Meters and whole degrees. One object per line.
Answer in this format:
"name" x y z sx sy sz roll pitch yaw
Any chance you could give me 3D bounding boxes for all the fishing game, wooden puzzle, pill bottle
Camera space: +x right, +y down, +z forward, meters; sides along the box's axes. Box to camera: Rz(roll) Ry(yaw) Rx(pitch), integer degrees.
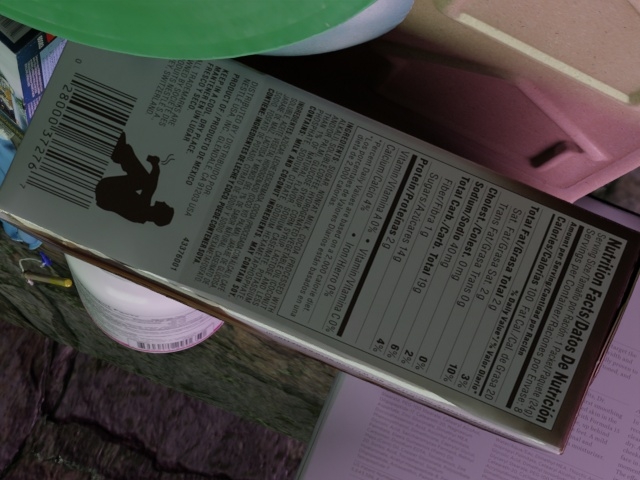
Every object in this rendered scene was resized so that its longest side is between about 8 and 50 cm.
"fishing game" -0.290 -0.078 1.236 0.264 0.041 0.189 63 155 -11
"wooden puzzle" 0.046 -0.139 0.675 0.322 0.080 0.348 25 160 -8
"pill bottle" -0.143 -0.004 1.220 0.160 0.160 0.283 23 164 1

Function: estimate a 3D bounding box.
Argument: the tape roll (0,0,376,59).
"tape roll" -0.084 -0.203 0.439 0.321 0.077 0.321 18 143 14

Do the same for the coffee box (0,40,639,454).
"coffee box" 0.000 0.000 0.742 0.297 0.118 0.168 23 174 0

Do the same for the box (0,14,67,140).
"box" -0.252 -0.174 0.878 0.233 0.044 0.159 43 163 5

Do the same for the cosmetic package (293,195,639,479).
"cosmetic package" 0.198 0.132 0.957 0.377 0.284 0.097 23 166 3

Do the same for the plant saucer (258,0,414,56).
"plant saucer" -0.053 -0.131 0.629 0.195 0.037 0.195 20 160 7
